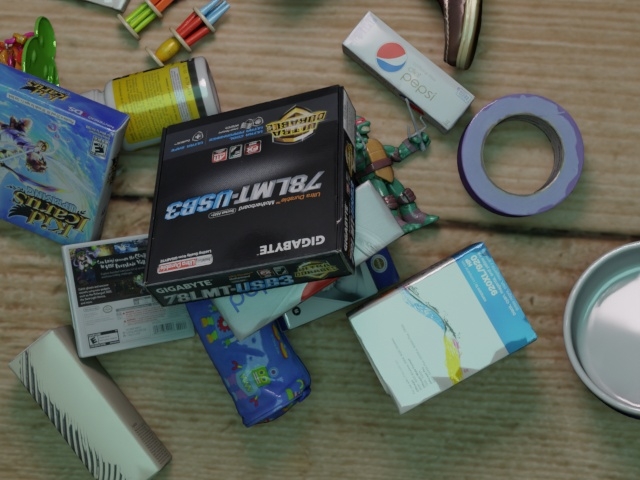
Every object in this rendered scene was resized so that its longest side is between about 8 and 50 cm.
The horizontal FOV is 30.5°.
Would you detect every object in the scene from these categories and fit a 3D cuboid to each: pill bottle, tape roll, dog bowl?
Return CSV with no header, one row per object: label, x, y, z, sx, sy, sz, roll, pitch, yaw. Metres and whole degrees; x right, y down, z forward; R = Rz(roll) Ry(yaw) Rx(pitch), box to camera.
pill bottle,-0.265,-0.205,1.822,0.209,0.119,0.119,-14,89,0
tape roll,0.310,-0.131,1.829,0.189,0.080,0.188,0,90,2
dog bowl,0.503,0.138,1.763,0.265,0.104,0.264,-5,73,17

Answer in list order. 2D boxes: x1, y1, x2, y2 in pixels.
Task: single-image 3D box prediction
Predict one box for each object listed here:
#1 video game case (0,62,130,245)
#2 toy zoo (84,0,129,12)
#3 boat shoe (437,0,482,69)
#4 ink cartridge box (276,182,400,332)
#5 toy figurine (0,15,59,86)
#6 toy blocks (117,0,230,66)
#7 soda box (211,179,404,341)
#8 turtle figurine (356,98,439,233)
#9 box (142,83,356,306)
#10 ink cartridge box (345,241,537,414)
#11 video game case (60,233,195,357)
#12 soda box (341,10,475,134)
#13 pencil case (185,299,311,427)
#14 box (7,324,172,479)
video game case,-0.446,-0.131,1.788,0.270,0.061,0.244,22,128,2
toy zoo,-0.386,-0.483,1.875,0.293,0.030,0.192,15,89,1
boat shoe,0.190,-0.431,1.824,0.123,0.123,0.341,0,85,9
ink cartridge box,0.000,0.000,1.807,0.224,0.045,0.223,-23,88,-24
toy figurine,-0.508,-0.267,1.844,0.159,0.130,0.173,-4,67,10
toy blocks,-0.229,-0.358,1.857,0.148,0.054,0.123,-40,89,0
soda box,-0.023,0.030,1.701,0.286,0.091,0.098,-33,89,-2
turtle figurine,0.097,-0.121,1.820,0.175,0.118,0.234,-24,90,-40
box,-0.096,-0.064,1.672,0.296,0.073,0.293,-10,53,18
ink cartridge box,0.177,0.130,1.781,0.233,0.171,0.168,-29,88,0
video game case,-0.297,0.081,1.822,0.190,0.022,0.173,-9,89,-29
soda box,0.137,-0.261,1.838,0.216,0.074,0.069,40,90,2
pencil case,-0.120,0.131,1.811,0.133,0.119,0.306,-25,89,21
box,-0.355,0.266,1.820,0.094,0.113,0.275,-39,87,2
